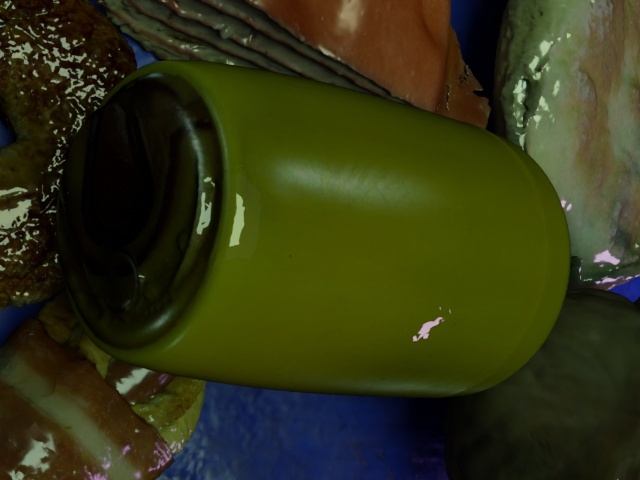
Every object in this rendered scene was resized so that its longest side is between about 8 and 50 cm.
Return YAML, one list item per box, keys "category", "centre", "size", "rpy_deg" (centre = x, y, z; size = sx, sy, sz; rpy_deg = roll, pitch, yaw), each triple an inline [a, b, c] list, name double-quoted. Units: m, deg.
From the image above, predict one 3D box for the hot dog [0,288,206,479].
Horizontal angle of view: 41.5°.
- category: "hot dog"
  centre: [-0.148, 0.112, 0.458]
  size: [0.261, 0.093, 0.123]
  rpy_deg: [-48, 117, -21]

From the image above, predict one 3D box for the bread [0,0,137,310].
- category: "bread"
  centre: [-0.174, -0.058, 0.457]
  size: [0.193, 0.064, 0.193]
  rpy_deg: [-1, 91, -27]

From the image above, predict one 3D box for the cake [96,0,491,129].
- category: "cake"
  centre: [-0.010, -0.146, 0.535]
  size: [0.287, 0.098, 0.135]
  rpy_deg: [11, 87, -35]

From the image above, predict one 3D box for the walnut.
- category: "walnut"
  centre: [0.206, 0.144, 0.579]
  size: [0.248, 0.248, 0.248]
  rpy_deg: [-1, 92, -31]

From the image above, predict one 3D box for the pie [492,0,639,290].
- category: "pie"
  centre: [0.241, -0.118, 0.682]
  size: [0.338, 0.075, 0.337]
  rpy_deg: [-4, 97, -37]

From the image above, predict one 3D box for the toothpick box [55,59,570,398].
- category: "toothpick box"
  centre: [0.000, 0.000, 0.463]
  size: [0.271, 0.175, 0.175]
  rpy_deg: [9, 87, -45]
